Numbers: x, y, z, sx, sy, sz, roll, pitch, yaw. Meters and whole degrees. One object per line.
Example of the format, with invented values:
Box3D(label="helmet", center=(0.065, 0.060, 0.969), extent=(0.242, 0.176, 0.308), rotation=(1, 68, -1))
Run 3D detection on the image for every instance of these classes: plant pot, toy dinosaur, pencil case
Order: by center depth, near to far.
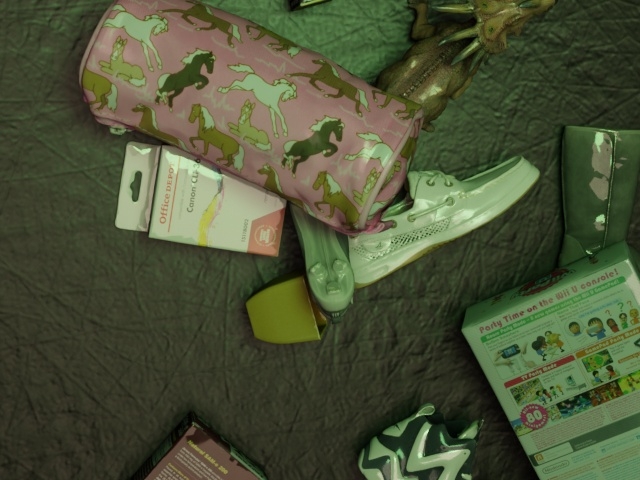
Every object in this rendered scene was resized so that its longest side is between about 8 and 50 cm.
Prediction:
Box3D(label="pencil case", center=(-0.074, -0.146, 1.443), extent=(0.386, 0.167, 0.160), rotation=(24, 49, 8))
Box3D(label="toy dinosaur", center=(0.131, -0.200, 1.505), extent=(0.127, 0.200, 0.296), rotation=(36, 90, -10))
Box3D(label="plant pot", center=(-0.044, 0.084, 1.567), extent=(0.083, 0.081, 0.081), rotation=(-14, 97, 10))

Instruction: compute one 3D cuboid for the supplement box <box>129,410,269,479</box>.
Box3D(label="supplement box", center=(-0.188, 0.343, 1.567), extent=(0.130, 0.073, 0.239), rotation=(42, 89, -10))

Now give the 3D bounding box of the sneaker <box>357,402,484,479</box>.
Box3D(label="sneaker", center=(0.177, 0.302, 1.608), extent=(0.235, 0.094, 0.153), rotation=(44, 96, 0))

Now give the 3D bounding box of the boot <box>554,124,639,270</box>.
Box3D(label="boot", center=(0.389, -0.038, 1.625), extent=(0.189, 0.076, 0.208), rotation=(9, 88, -4))

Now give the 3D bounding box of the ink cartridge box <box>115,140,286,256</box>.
Box3D(label="ink cartridge box", center=(-0.143, -0.052, 1.543), extent=(0.198, 0.067, 0.115), rotation=(8, 93, -9))

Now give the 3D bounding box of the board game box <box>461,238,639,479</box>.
Box3D(label="board game box", center=(0.342, 0.184, 1.585), extent=(0.224, 0.097, 0.303), rotation=(-25, 99, 17))

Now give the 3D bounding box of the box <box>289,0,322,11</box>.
Box3D(label="box", center=(-0.034, -0.395, 1.521), extent=(0.058, 0.087, 0.232), rotation=(-16, 98, -7))

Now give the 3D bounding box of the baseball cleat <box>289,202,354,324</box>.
Box3D(label="baseball cleat", center=(0.000, 0.000, 1.526), extent=(0.072, 0.109, 0.206), rotation=(-2, 62, -2))

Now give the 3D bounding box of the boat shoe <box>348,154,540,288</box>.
Box3D(label="boat shoe", center=(0.135, -0.044, 1.570), extent=(0.277, 0.098, 0.096), rotation=(-29, 97, -3))
